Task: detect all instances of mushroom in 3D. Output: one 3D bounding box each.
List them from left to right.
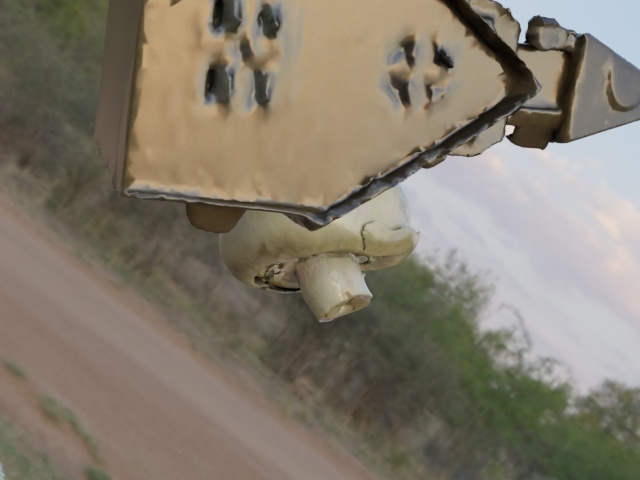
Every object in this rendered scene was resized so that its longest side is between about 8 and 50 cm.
[{"bbox_3d":[0.000,0.000,0.889,0.154,0.154,0.122,56,20,-78],"label":"mushroom"}]

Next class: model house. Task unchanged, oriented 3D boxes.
[{"bbox_3d":[0.042,-0.094,0.481,0.248,0.176,0.181,6,10,-16],"label":"model house"}]

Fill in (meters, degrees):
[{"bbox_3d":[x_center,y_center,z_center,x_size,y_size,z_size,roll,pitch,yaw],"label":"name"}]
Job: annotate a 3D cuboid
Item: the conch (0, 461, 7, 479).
[{"bbox_3d":[-0.318,0.189,0.885,0.153,0.102,0.135,32,16,34],"label":"conch"}]
